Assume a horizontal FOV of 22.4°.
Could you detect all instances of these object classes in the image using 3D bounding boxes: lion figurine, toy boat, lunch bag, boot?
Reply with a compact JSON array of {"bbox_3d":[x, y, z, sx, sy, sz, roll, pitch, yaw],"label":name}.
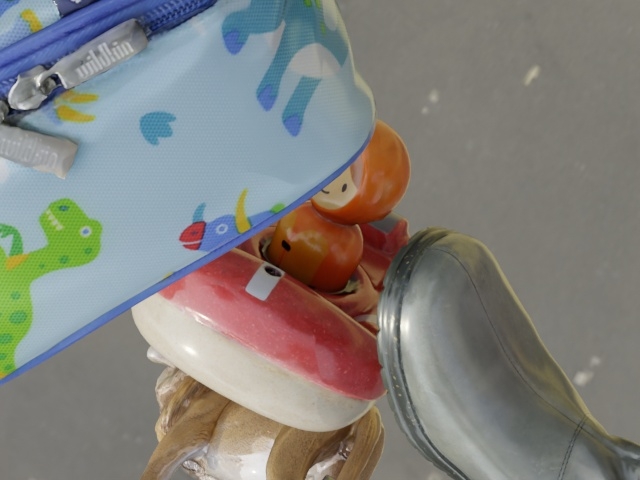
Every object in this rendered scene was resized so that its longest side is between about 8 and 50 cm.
[{"bbox_3d":[-0.042,0.174,1.394,0.392,0.240,0.142,12,144,50],"label":"lion figurine"},{"bbox_3d":[0.000,0.000,0.890,0.151,0.231,0.151,28,114,8],"label":"toy boat"},{"bbox_3d":[-0.096,-0.057,0.427,0.176,0.219,0.090,-29,127,-2],"label":"lunch bag"},{"bbox_3d":[0.133,0.097,0.698,0.161,0.083,0.246,3,130,42],"label":"boot"}]

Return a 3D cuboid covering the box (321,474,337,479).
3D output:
[{"bbox_3d":[0.007,0.203,1.020,0.062,0.052,0.083,33,100,-10],"label":"box"}]
